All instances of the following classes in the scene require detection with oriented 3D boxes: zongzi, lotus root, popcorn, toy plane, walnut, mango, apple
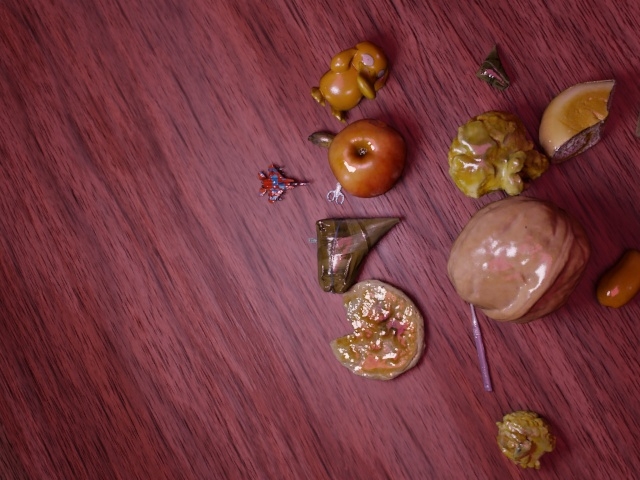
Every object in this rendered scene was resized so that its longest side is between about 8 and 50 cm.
[{"bbox_3d":[0.544,-0.524,1.605,0.104,0.052,0.113,32,87,4],"label":"zongzi"},{"bbox_3d":[0.005,-0.335,1.751,0.099,0.054,0.049,13,106,14],"label":"lotus root"},{"bbox_3d":[0.616,0.603,1.600,0.174,0.142,0.173,1,86,-9],"label":"popcorn"},{"bbox_3d":[0.124,0.049,1.706,0.275,0.125,0.250,-2,91,9],"label":"zongzi"},{"bbox_3d":[-0.124,-0.190,1.791,0.189,0.061,0.130,1,92,11],"label":"toy plane"},{"bbox_3d":[0.553,0.052,1.487,0.382,0.381,0.381,1,93,15],"label":"walnut"},{"bbox_3d":[0.872,0.113,1.528,0.102,0.085,0.184,34,91,15],"label":"mango"},{"bbox_3d":[0.502,-0.236,1.534,0.277,0.225,0.276,2,95,19],"label":"popcorn"},{"bbox_3d":[0.146,-0.253,1.621,0.242,0.241,0.241,0,91,18],"label":"apple"}]

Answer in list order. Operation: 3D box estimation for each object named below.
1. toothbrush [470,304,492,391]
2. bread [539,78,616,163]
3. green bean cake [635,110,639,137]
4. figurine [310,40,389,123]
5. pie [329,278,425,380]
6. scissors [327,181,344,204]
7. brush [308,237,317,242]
[{"bbox_3d":[0.493,0.302,1.664,0.024,0.029,0.353,-11,90,29],"label":"toothbrush"},{"bbox_3d":[0.729,-0.350,1.516,0.261,0.158,0.156,-33,65,11],"label":"bread"},{"bbox_3d":[0.961,-0.373,1.477,0.109,0.085,0.179,11,94,13],"label":"green bean cake"},{"bbox_3d":[0.098,-0.505,1.660,0.228,0.215,0.215,-16,88,38],"label":"figurine"},{"bbox_3d":[0.189,0.291,1.721,0.338,0.075,0.337,0,91,15],"label":"pie"},{"bbox_3d":[0.063,-0.181,1.763,0.058,0.014,0.119,21,101,9],"label":"scissors"},{"bbox_3d":[0.000,0.000,1.791,0.084,0.013,0.016,2,91,13],"label":"brush"}]
